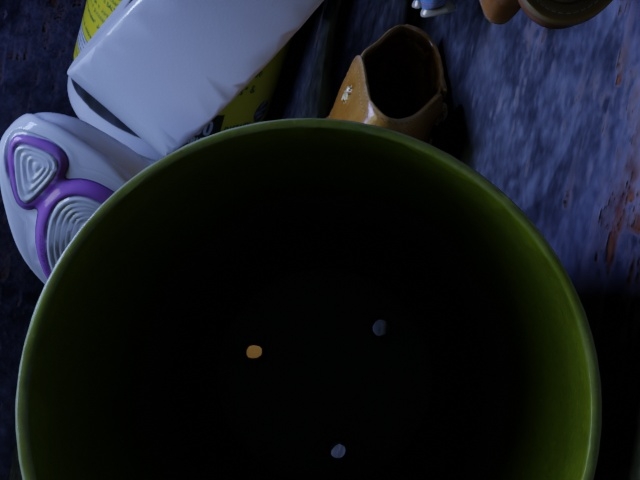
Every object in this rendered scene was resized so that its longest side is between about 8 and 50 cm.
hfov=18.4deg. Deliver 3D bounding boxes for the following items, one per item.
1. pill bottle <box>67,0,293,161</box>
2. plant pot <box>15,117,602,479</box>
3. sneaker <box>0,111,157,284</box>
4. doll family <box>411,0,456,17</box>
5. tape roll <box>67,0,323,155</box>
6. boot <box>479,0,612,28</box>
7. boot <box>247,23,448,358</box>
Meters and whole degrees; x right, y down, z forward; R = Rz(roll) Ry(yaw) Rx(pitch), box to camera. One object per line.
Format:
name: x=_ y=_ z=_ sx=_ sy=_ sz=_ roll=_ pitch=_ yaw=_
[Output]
pill bottle: x=-0.101 y=-0.245 z=1.733 sx=0.188 sy=0.188 sz=0.334 roll=-99 pitch=23 yaw=-53
plant pot: x=-0.003 y=0.084 z=1.063 sx=0.293 sy=0.274 sz=0.275 roll=53 pitch=-134 yaw=-88
sneaker: x=-0.117 y=-0.001 z=1.463 sx=0.114 sy=0.305 sz=0.152 roll=-32 pitch=31 yaw=27
doll family: x=0.049 y=-0.219 z=1.279 sx=0.193 sy=0.076 sz=0.111 roll=37 pitch=144 yaw=57
tape roll: x=-0.063 y=-0.201 z=1.483 sx=0.286 sy=0.100 sz=0.286 roll=-48 pitch=10 yaw=12
boot: x=0.118 y=-0.160 z=1.070 sx=0.152 sy=0.073 sz=0.197 roll=124 pitch=164 yaw=-56
boot: x=0.001 y=0.000 z=1.275 sx=0.295 sy=0.104 sz=0.211 roll=-74 pitch=9 yaw=-49
